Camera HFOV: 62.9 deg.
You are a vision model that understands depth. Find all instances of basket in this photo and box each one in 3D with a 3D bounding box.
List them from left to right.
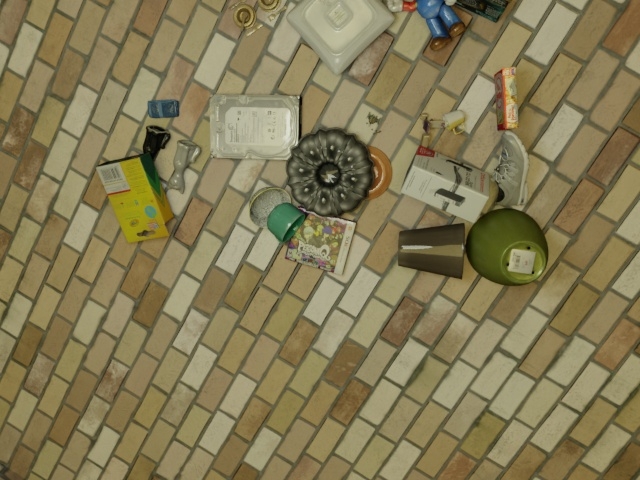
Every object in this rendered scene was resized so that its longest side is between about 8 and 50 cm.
[{"bbox_3d":[0.394,0.032,1.869,0.226,0.154,0.204,3,99,12],"label":"basket"}]

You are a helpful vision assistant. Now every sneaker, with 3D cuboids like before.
[{"bbox_3d":[0.633,-0.232,1.766,0.115,0.105,0.281,-15,117,3],"label":"sneaker"}]

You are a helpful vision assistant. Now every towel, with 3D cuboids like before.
[{"bbox_3d":[-0.596,-0.499,1.984,0.119,0.029,0.067,-1,101,8],"label":"towel"}]

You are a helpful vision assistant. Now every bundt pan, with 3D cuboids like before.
[{"bbox_3d":[0.030,-0.231,1.839,0.330,0.124,0.331,1,103,4],"label":"bundt pan"}]

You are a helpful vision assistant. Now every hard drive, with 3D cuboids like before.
[{"bbox_3d":[-0.239,-0.417,1.928,0.338,0.064,0.237,4,100,9],"label":"hard drive"}]

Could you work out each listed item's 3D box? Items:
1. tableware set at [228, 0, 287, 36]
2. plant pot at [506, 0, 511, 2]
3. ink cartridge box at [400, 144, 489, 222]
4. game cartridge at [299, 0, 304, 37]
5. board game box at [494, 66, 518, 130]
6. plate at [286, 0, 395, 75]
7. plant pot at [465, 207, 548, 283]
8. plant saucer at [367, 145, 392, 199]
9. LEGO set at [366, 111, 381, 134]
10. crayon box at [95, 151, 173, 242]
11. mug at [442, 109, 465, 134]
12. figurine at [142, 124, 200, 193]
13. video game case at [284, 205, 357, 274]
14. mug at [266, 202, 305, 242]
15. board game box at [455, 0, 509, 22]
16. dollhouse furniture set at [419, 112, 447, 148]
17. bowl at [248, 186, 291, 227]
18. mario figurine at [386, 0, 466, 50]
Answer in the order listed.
[{"bbox_3d":[-0.230,-0.832,1.864,0.194,0.039,0.128,-31,94,12],"label":"tableware set"},{"bbox_3d":[0.586,-0.842,1.710,0.134,0.095,0.134,1,99,8],"label":"plant pot"},{"bbox_3d":[0.430,-0.195,1.785,0.272,0.197,0.114,24,125,3],"label":"ink cartridge box"},{"bbox_3d":[0.027,-0.847,1.817,0.198,0.062,0.297,9,101,11],"label":"game cartridge"},{"bbox_3d":[0.620,-0.468,1.745,0.045,0.147,0.194,-5,98,9],"label":"board game box"},{"bbox_3d":[0.063,-0.760,1.778,0.277,0.045,0.278,-41,91,14],"label":"plate"},{"bbox_3d":[0.645,0.045,1.755,0.274,0.293,0.275,2,100,9],"label":"plant pot"},{"bbox_3d":[0.161,-0.246,1.910,0.200,0.037,0.200,1,99,8],"label":"plant saucer"},{"bbox_3d":[0.191,-0.425,1.885,0.054,0.023,0.083,0,113,11],"label":"LEGO set"},{"bbox_3d":[-0.698,-0.159,1.999,0.202,0.081,0.319,-8,112,18],"label":"crayon box"},{"bbox_3d":[0.471,-0.418,1.827,0.064,0.062,0.078,-25,125,3],"label":"mug"},{"bbox_3d":[-0.587,-0.301,1.997,0.215,0.092,0.209,25,111,3],"label":"figurine"},{"bbox_3d":[0.000,0.000,1.975,0.232,0.042,0.210,17,101,6],"label":"video game case"},{"bbox_3d":[-0.141,-0.063,1.904,0.097,0.129,0.158,39,106,10],"label":"mug"},{"bbox_3d":[0.512,-0.785,1.715,0.186,0.126,0.026,26,95,3],"label":"board game box"},{"bbox_3d":[0.395,-0.381,1.854,0.081,0.091,0.114,-2,129,-10],"label":"dollhouse furniture set"},{"bbox_3d":[-0.203,-0.138,1.947,0.170,0.170,0.080,-56,44,13],"label":"bowl"},{"bbox_3d":[0.332,-0.788,1.723,0.198,0.170,0.320,-33,95,14],"label":"mario figurine"}]
